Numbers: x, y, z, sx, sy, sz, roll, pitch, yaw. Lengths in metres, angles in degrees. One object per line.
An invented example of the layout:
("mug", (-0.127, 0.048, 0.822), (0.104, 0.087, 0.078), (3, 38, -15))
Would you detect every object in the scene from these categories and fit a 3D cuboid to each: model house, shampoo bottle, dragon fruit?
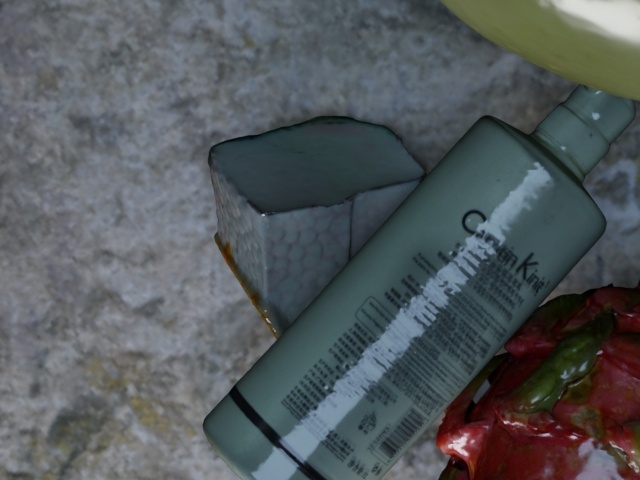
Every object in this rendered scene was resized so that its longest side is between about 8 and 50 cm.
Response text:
("model house", (0.000, 0.000, 0.984), (0.100, 0.088, 0.100), (-14, 124, -19))
("shampoo bottle", (0.058, 0.024, 0.920), (0.085, 0.085, 0.262), (42, 91, 2))
("dragon fruit", (0.143, 0.111, 0.928), (0.172, 0.160, 0.166), (-35, 68, -4))

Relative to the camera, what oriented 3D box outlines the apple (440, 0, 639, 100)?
("apple", (0.173, -0.229, 0.781), (0.357, 0.357, 0.357), (2, 99, 10))
